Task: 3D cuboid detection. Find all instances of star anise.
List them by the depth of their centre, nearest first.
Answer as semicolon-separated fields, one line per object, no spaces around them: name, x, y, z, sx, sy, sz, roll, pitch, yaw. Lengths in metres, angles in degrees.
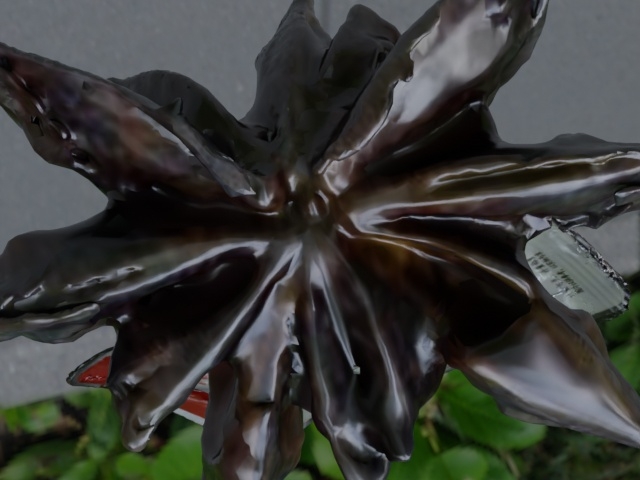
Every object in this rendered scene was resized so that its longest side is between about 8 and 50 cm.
star anise;0.001;-0.004;0.548;0.283;0.212;0.129;-17;170;9

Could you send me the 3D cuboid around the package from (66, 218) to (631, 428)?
package;0.013;0.041;0.727;0.239;0.030;0.154;-25;143;29
